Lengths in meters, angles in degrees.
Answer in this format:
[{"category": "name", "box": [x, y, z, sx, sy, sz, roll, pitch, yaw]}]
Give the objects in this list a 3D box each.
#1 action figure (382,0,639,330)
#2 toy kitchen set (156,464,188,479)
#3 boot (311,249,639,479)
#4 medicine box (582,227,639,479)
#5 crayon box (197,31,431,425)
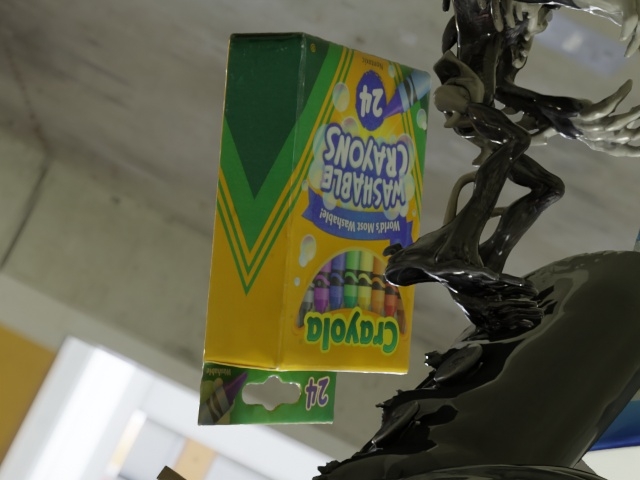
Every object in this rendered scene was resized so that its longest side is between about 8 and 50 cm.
[{"category": "action figure", "box": [0.125, -0.091, 0.931, 0.141, 0.275, 0.164, 8, 164, 20]}, {"category": "toy kitchen set", "box": [-0.128, 0.271, 1.553, 0.075, 0.083, 0.068, 30, 169, 34]}, {"category": "boot", "box": [0.143, 0.135, 1.070, 0.367, 0.445, 0.146, -20, 98, 39]}, {"category": "medicine box", "box": [0.397, 0.090, 1.461, 0.263, 0.289, 0.149, -16, 130, 46]}, {"category": "crayon box", "box": [0.000, 0.000, 1.419, 0.083, 0.323, 0.203, 4, 178, 34]}]
